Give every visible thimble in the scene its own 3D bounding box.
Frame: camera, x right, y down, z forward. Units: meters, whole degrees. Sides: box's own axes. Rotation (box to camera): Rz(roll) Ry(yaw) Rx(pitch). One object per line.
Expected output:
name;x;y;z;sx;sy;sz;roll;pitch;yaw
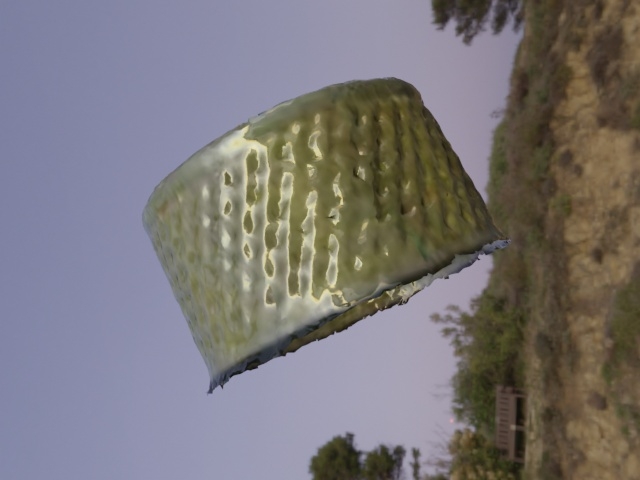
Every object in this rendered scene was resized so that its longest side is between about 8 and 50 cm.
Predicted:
thimble;0.000;0.000;0.540;0.149;0.271;0.271;63;-158;10
